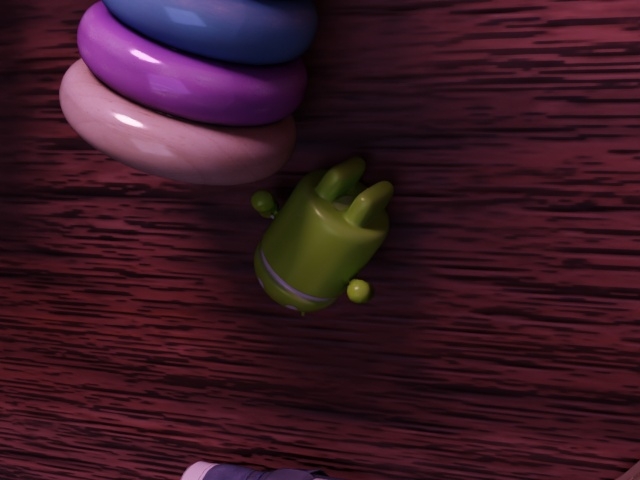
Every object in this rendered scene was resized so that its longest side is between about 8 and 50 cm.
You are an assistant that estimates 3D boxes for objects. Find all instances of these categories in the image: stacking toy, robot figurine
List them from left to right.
[{"bbox_3d":[-0.041,-0.201,0.427,0.141,0.141,0.330,22,117,8],"label":"stacking toy"},{"bbox_3d":[0.000,0.000,0.547,0.101,0.067,0.115,42,124,8],"label":"robot figurine"}]

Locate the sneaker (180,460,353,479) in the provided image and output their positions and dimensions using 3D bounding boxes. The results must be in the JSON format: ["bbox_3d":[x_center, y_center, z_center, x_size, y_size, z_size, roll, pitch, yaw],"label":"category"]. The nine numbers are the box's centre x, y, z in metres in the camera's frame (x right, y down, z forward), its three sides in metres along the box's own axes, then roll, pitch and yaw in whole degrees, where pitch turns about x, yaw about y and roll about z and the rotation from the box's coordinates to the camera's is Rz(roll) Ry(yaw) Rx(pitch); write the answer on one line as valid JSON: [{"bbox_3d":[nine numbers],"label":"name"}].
[{"bbox_3d":[-0.011,0.285,0.695,0.164,0.086,0.226,-9,112,27],"label":"sneaker"}]

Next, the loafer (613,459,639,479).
[{"bbox_3d":[0.222,0.194,0.579,0.056,0.050,0.148,27,123,5],"label":"loafer"}]
